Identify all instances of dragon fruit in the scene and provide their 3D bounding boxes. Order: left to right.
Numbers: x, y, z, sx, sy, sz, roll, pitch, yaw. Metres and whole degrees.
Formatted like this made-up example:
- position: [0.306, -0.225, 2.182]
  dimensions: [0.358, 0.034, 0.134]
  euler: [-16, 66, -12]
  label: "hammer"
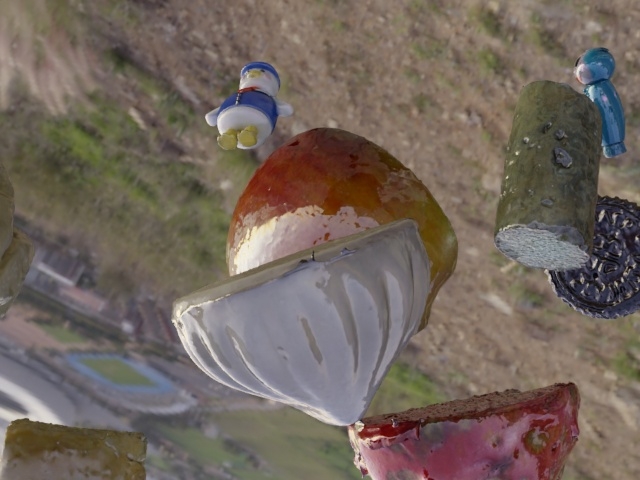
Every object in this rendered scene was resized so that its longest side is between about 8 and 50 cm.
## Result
- position: [0.166, 0.262, 1.086]
  dimensions: [0.261, 0.212, 0.134]
  euler: [-15, -178, 9]
  label: "dragon fruit"

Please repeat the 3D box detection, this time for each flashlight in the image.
- position: [0.333, -0.162, 1.205]
  dimensions: [0.051, 0.051, 0.129]
  euler: [-14, 94, 51]
  label: "flashlight"

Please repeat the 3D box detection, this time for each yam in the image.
- position: [0.252, -0.075, 1.128]
  dimensions: [0.107, 0.194, 0.107]
  euler: [11, 157, 5]
  label: "yam"

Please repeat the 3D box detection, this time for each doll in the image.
- position: [-0.072, -0.146, 1.099]
  dimensions: [0.098, 0.143, 0.058]
  euler: [-4, 131, 18]
  label: "doll"

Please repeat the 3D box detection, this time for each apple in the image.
- position: [0.000, 0.000, 1.274]
  dimensions: [0.346, 0.254, 0.179]
  euler: [19, 170, 41]
  label: "apple"

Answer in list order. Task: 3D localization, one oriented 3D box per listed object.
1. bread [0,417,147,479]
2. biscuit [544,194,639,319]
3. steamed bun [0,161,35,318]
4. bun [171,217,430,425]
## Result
- position: [-0.234, 0.261, 0.923]
  dimensions: [0.138, 0.196, 0.102]
  euler: [13, 166, -8]
  label: "bread"
- position: [0.427, 0.026, 1.546]
  dimensions: [0.194, 0.195, 0.053]
  euler: [7, -172, 29]
  label: "biscuit"
- position: [-0.316, -0.024, 0.719]
  dimensions: [0.203, 0.276, 0.289]
  euler: [-15, 140, -15]
  label: "steamed bun"
- position: [-0.002, 0.094, 1.002]
  dimensions: [0.263, 0.263, 0.175]
  euler: [-16, 94, 52]
  label: "bun"
